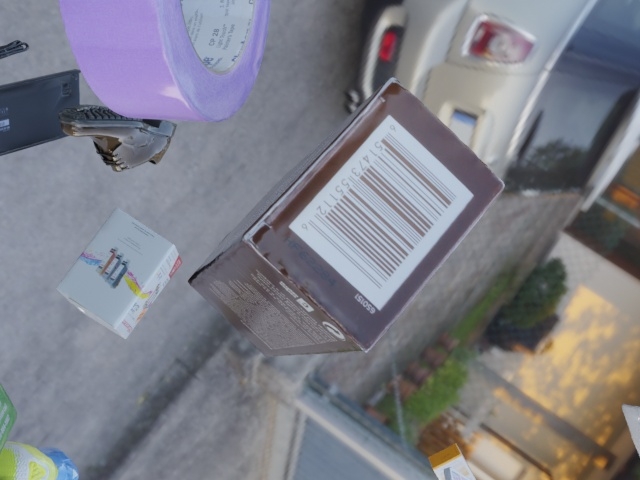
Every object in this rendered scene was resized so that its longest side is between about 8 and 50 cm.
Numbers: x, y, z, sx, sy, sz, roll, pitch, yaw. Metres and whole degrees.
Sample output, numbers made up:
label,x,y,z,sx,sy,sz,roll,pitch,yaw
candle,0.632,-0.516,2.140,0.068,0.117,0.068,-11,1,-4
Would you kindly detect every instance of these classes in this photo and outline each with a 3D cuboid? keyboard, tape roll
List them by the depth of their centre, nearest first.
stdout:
label,x,y,z,sx,sy,sz,roll,pitch,yaw
tape roll,-0.129,-0.247,0.815,0.275,0.090,0.275,5,90,-74
keyboard,-0.512,-0.215,1.375,0.317,0.033,0.202,-24,138,-38

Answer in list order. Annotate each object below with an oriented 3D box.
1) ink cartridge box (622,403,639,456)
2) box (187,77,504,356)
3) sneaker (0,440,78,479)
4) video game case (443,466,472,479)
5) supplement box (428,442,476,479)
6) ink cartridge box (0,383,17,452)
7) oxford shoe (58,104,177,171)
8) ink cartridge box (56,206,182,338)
label,x,y,z,sx,sy,sz,roll,pitch,yaw
ink cartridge box,0.450,0.281,1.082,0.067,0.198,0.115,-23,179,-11
box,0.000,0.000,0.875,0.191,0.143,0.381,-48,-176,-16
sneaker,-0.395,0.291,1.102,0.126,0.240,0.091,25,66,-51
video game case,0.181,0.339,1.066,0.011,0.122,0.087,-27,137,24
supplement box,0.255,0.443,1.718,0.062,0.098,0.036,-28,-154,3
ink cartridge box,-0.328,0.064,0.577,0.117,0.278,0.201,-23,-163,0
oxford shoe,-0.301,-0.147,1.336,0.227,0.082,0.096,5,105,-60
ink cartridge box,-0.347,0.061,1.561,0.176,0.127,0.128,-55,174,-14
